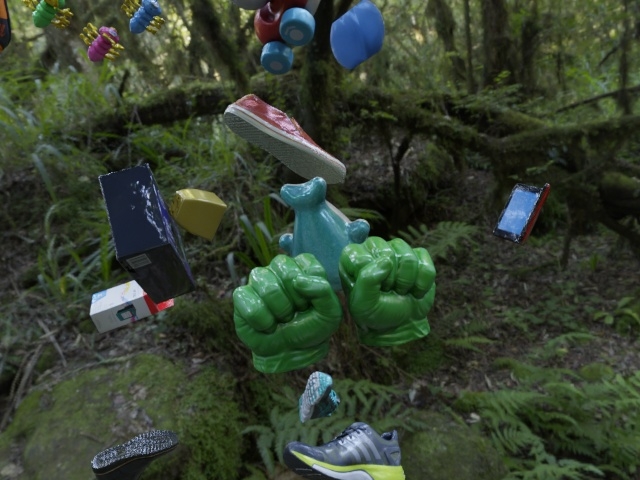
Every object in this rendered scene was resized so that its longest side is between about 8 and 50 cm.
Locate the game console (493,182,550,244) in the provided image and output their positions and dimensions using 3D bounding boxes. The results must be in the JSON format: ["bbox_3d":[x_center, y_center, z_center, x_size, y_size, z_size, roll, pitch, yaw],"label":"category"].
[{"bbox_3d":[0.469,-0.070,1.144,0.085,0.144,0.124,25,4,25],"label":"game console"}]

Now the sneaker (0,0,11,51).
[{"bbox_3d":[-0.590,-0.401,0.701,0.180,0.321,0.125,-45,24,-27],"label":"sneaker"}]

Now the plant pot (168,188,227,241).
[{"bbox_3d":[-0.250,-0.059,0.962,0.083,0.081,0.081,19,12,-40],"label":"plant pot"}]

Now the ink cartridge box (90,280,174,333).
[{"bbox_3d":[-0.591,0.190,1.531,0.231,0.078,0.134,-21,28,-13],"label":"ink cartridge box"}]

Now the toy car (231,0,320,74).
[{"bbox_3d":[-0.135,-0.533,1.056,0.238,0.219,0.210,18,-24,-23],"label":"toy car"}]

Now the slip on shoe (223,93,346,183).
[{"bbox_3d":[-0.075,-0.252,1.196,0.101,0.331,0.123,-59,1,-25],"label":"slip on shoe"}]

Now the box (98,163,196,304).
[{"bbox_3d":[-0.347,-0.004,0.998,0.103,0.184,0.261,-20,-22,-12],"label":"box"}]

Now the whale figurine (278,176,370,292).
[{"bbox_3d":[0.000,0.000,1.054,0.216,0.272,0.141,-9,34,21],"label":"whale figurine"}]

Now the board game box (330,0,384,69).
[{"bbox_3d":[0.102,-0.524,1.247,0.169,0.133,0.033,-20,0,43],"label":"board game box"}]

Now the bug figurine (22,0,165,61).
[{"bbox_3d":[-0.482,-0.496,1.017,0.216,0.279,0.072,-44,38,23],"label":"bug figurine"}]

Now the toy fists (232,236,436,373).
[{"bbox_3d":[0.025,0.078,0.644,0.279,0.142,0.096,-11,12,-10],"label":"toy fists"}]

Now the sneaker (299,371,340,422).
[{"bbox_3d":[0.007,0.321,1.001,0.076,0.166,0.065,5,49,-15],"label":"sneaker"}]

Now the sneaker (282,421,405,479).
[{"bbox_3d":[0.053,0.448,1.033,0.300,0.121,0.111,22,-34,-30],"label":"sneaker"}]

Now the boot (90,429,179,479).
[{"bbox_3d":[-0.440,0.556,1.192,0.198,0.137,0.077,-12,23,-16],"label":"boot"}]
